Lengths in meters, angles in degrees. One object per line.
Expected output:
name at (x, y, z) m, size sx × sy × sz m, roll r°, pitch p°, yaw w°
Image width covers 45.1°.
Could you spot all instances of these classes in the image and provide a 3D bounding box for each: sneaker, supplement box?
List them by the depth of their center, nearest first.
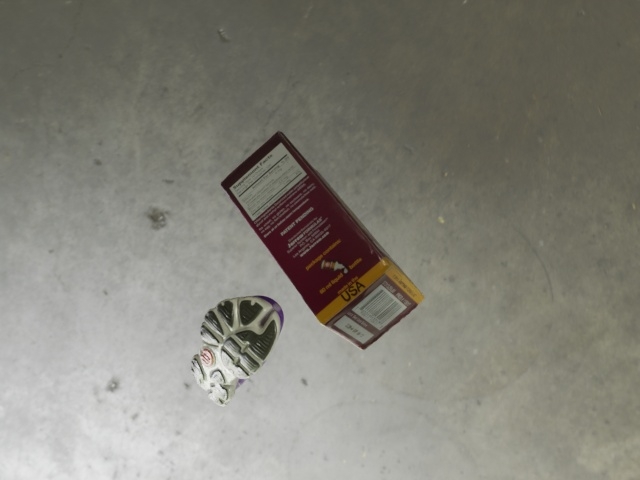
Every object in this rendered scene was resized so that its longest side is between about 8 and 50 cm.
sneaker at (-0.071, 0.090, 0.712) m, size 0.068 × 0.071 × 0.170 m, roll 46°, pitch 144°, yaw 7°
supplement box at (0.000, 0.000, 0.725) m, size 0.081 × 0.104 × 0.188 m, roll -41°, pitch 59°, yaw 4°
